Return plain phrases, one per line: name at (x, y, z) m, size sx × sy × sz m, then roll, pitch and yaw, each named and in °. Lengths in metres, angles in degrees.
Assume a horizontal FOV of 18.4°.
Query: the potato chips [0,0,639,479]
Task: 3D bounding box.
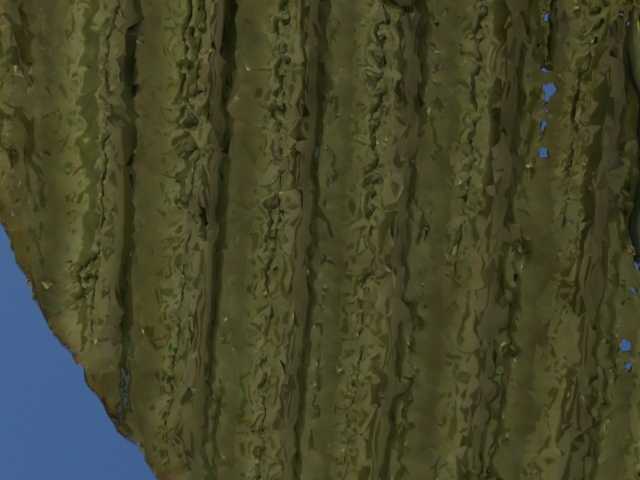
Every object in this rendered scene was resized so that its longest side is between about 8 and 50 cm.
potato chips at (0.000, 0.000, 0.992) m, size 0.358 × 0.070 × 0.429 m, roll 8°, pitch -66°, yaw 15°
